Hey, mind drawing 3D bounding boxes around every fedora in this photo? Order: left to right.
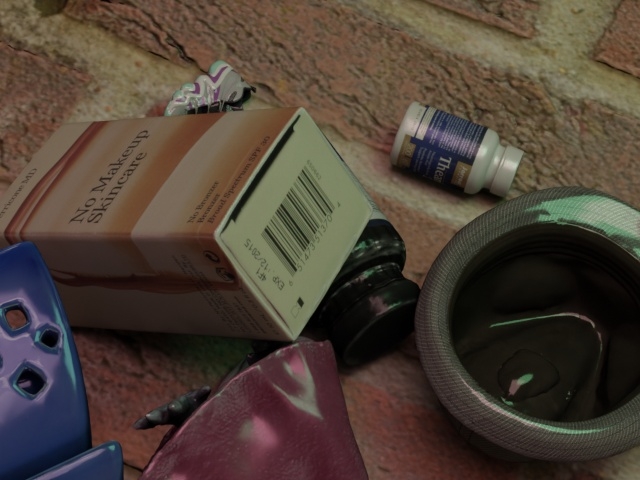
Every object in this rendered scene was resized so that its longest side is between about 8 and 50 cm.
[{"bbox_3d":[0.202,0.094,1.298,0.243,0.124,0.275,36,57,14],"label":"fedora"}]

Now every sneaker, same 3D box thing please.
[{"bbox_3d":[-0.103,-0.132,1.454,0.069,0.038,0.098,36,63,16],"label":"sneaker"}]

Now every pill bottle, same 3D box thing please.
[{"bbox_3d":[0.000,0.000,1.336,0.122,0.123,0.219,-26,65,-20],"label":"pill bottle"},{"bbox_3d":[0.133,-0.085,1.434,0.120,0.067,0.067,21,59,7],"label":"pill bottle"}]

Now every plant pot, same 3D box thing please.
[{"bbox_3d":[-0.280,0.173,1.145,0.236,0.236,0.212,-24,70,-20],"label":"plant pot"}]

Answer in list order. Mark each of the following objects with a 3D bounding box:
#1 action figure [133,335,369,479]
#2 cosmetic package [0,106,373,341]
[{"bbox_3d":[0.003,0.265,1.172,0.248,0.276,0.370,-35,87,-7],"label":"action figure"},{"bbox_3d":[-0.126,-0.015,1.237,0.296,0.129,0.153,-1,47,41],"label":"cosmetic package"}]
